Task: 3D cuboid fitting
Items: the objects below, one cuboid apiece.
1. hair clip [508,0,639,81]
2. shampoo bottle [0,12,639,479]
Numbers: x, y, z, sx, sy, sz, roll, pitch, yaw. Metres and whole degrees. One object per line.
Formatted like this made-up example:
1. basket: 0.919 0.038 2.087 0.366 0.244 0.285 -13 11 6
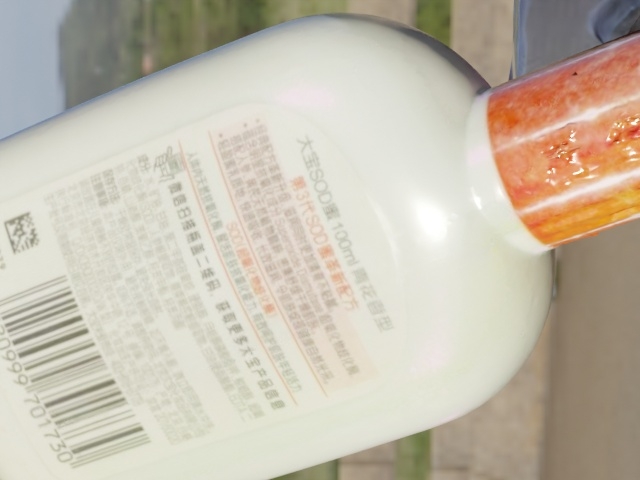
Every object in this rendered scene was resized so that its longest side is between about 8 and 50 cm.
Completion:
1. hair clip: 0.112 -0.124 0.689 0.331 0.101 0.085 77 -163 -63
2. shampoo bottle: 0.000 0.000 0.490 0.108 0.221 0.051 67 -153 -6
